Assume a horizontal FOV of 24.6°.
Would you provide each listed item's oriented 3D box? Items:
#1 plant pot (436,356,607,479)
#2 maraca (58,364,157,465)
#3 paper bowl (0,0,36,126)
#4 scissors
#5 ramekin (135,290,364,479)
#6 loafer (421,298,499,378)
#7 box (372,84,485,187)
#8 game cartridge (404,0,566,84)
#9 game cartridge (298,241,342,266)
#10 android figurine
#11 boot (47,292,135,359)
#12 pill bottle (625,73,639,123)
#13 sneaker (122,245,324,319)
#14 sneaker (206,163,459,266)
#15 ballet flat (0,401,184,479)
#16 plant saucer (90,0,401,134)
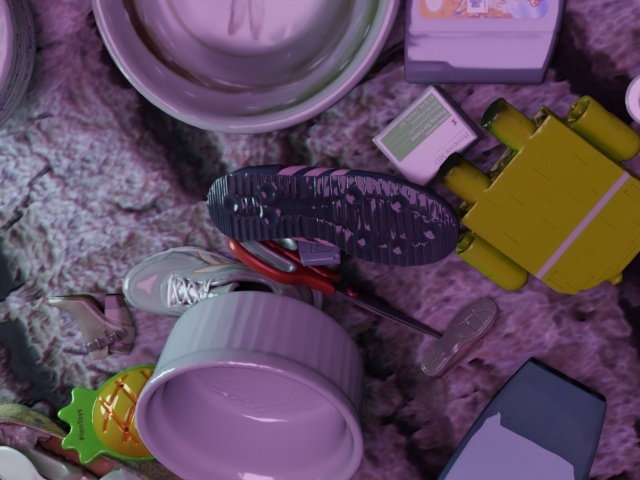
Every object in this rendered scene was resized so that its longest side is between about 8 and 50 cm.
[{"bbox_3d":[0.243,0.268,1.771,0.165,0.166,0.234,28,94,9],"label":"plant pot"},{"bbox_3d":[-0.247,0.228,1.906,0.185,0.099,0.127,-12,64,2],"label":"maraca"},{"bbox_3d":[-0.507,-0.252,1.900,0.284,0.148,0.284,0,91,10],"label":"paper bowl"},{"bbox_3d":[0.019,0.065,1.835,0.297,0.109,0.021,35,119,7],"label":"scissors"},{"bbox_3d":[-0.075,0.188,1.792,0.277,0.135,0.277,7,136,6],"label":"ramekin"},{"bbox_3d":[0.179,0.124,1.838,0.125,0.039,0.045,-46,51,10],"label":"loafer"},{"bbox_3d":[0.132,-0.125,1.789,0.101,0.102,0.087,-42,87,12],"label":"box"},{"bbox_3d":[0.202,-0.338,1.780,0.198,0.062,0.297,2,95,17],"label":"game cartridge"},{"bbox_3d":[0.000,0.000,1.847,0.056,0.083,0.017,-2,134,7],"label":"game cartridge"},{"bbox_3d":[0.278,-0.046,1.743,0.273,0.056,0.248,32,106,-17],"label":"android figurine"},{"bbox_3d":[-0.303,0.115,1.947,0.118,0.042,0.087,-1,97,14],"label":"boot"},{"bbox_3d":[0.390,-0.165,1.714,0.067,0.120,0.067,1,95,13],"label":"pill bottle"},{"bbox_3d":[-0.134,0.063,1.860,0.262,0.121,0.099,3,95,13],"label":"sneaker"},{"bbox_3d":[0.030,-0.045,1.787,0.319,0.131,0.112,11,107,21],"label":"sneaker"},{"bbox_3d":[-0.313,0.319,1.930,0.348,0.123,0.123,24,100,10],"label":"ballet flat"},{"bbox_3d":[-0.085,-0.333,1.824,0.400,0.100,0.401,1,96,14],"label":"plant saucer"}]
